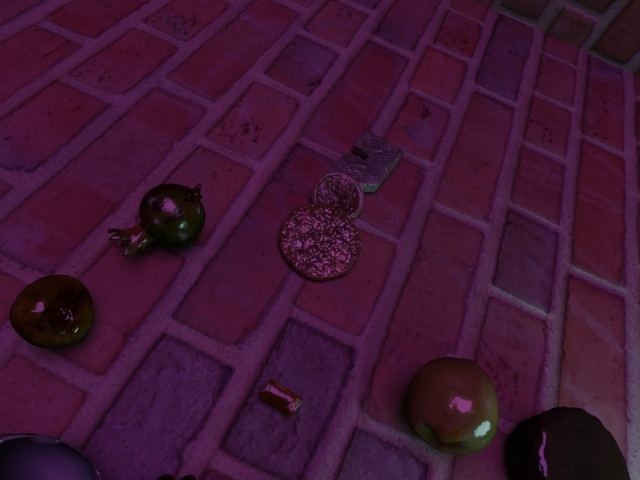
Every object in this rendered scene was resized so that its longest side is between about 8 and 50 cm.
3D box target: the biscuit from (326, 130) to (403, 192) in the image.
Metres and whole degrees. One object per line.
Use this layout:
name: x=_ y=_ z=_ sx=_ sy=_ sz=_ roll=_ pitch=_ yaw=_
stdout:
biscuit: x=0.133 y=-0.225 z=1.269 sx=0.147 sy=0.046 sz=0.250 roll=35 pitch=57 yaw=8

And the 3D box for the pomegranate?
pomegranate: x=-0.367 y=-0.050 z=0.970 sx=0.221 sy=0.156 sz=0.156 roll=-15 pitch=63 yaw=-12

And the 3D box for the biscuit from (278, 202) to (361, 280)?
biscuit: x=0.000 y=0.001 z=1.093 sx=0.220 sy=0.033 sz=0.219 roll=4 pitch=63 yaw=-8

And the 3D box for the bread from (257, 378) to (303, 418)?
bread: x=-0.082 y=0.322 z=0.877 sx=0.083 sy=0.036 sz=0.046 roll=32 pitch=65 yaw=4

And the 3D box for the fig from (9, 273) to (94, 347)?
fig: x=-0.513 y=0.134 z=0.828 sx=0.136 sy=0.121 sz=0.152 roll=32 pitch=23 yaw=-40

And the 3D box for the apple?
apple: x=0.266 y=0.335 z=0.875 sx=0.200 sy=0.200 sz=0.199 roll=7 pitch=57 yaw=-11

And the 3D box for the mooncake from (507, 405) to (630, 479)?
mooncake: x=0.508 y=0.470 z=0.892 sx=0.229 sy=0.124 sz=0.227 roll=9 pitch=59 yaw=-15

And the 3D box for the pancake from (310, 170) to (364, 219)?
pancake: x=0.048 y=-0.118 z=1.168 sx=0.152 sy=0.025 sz=0.151 roll=2 pitch=78 yaw=-8

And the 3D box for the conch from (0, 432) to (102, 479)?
conch: x=-0.510 y=0.371 z=0.605 sx=0.367 sy=0.197 sz=0.249 roll=58 pitch=42 yaw=-29

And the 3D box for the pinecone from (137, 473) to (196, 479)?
pinecone: x=-0.237 y=0.472 z=0.608 sx=0.224 sy=0.224 sz=0.272 roll=-22 pitch=93 yaw=-26
